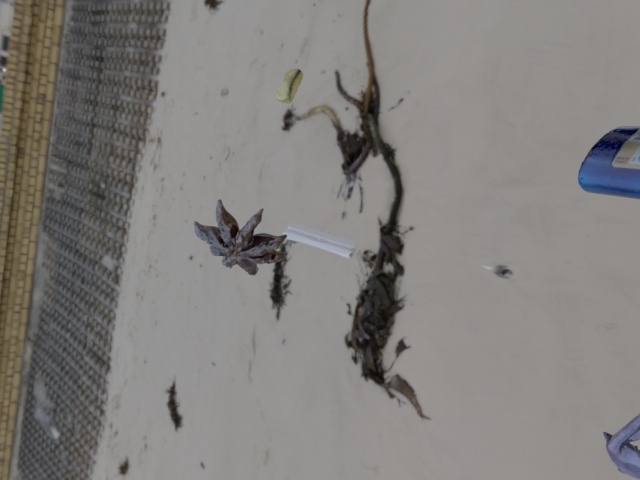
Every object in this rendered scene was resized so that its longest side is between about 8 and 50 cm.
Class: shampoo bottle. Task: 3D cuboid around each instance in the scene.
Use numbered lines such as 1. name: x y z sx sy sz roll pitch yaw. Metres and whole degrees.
1. shampoo bottle: 0.331 -0.068 0.469 0.087 0.050 0.183 -44 24 -9

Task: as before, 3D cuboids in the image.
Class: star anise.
1. star anise: -0.110 0.005 0.736 0.141 0.140 0.042 -48 22 45

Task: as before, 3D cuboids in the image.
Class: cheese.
1. cheese: -0.066 -0.318 1.079 0.044 0.030 0.083 7 64 31

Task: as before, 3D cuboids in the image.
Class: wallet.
1. wallet: 0.000 0.000 0.889 0.061 0.122 0.025 -47 -27 -67

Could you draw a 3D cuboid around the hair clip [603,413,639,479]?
1. hair clip: 0.313 0.064 0.341 0.278 0.137 0.090 -48 9 -5
